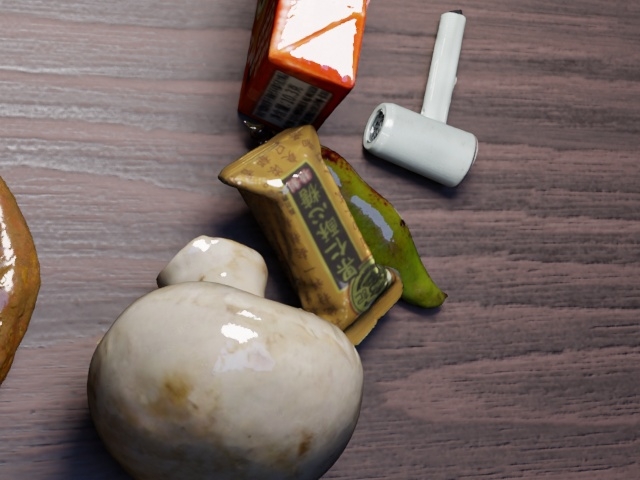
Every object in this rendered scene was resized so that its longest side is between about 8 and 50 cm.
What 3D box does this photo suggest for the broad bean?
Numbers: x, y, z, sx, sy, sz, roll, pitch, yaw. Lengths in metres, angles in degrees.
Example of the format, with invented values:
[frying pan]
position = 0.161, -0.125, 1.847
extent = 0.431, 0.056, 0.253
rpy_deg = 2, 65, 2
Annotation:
[broad bean]
position = 0.037, -0.038, 1.761
extent = 0.339, 0.061, 0.077
rpy_deg = 43, 90, -11

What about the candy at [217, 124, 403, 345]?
[candy]
position = 0.000, 0.000, 1.687
extent = 0.143, 0.101, 0.271
rpy_deg = -38, 109, -23

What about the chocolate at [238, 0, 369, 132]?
[chocolate]
position = -0.014, -0.258, 1.688
extent = 0.108, 0.237, 0.235
rpy_deg = 12, 77, -12

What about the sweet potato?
[sweet potato]
position = -0.358, 0.085, 1.543
extent = 0.106, 0.095, 0.354
rpy_deg = 14, 77, -26

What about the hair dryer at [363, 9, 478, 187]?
[hair dryer]
position = 0.143, -0.196, 1.839
extent = 0.131, 0.073, 0.236
rpy_deg = 22, 70, -19

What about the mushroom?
[mushroom]
position = -0.098, 0.130, 1.566
extent = 0.297, 0.297, 0.290
rpy_deg = 20, 50, -20
